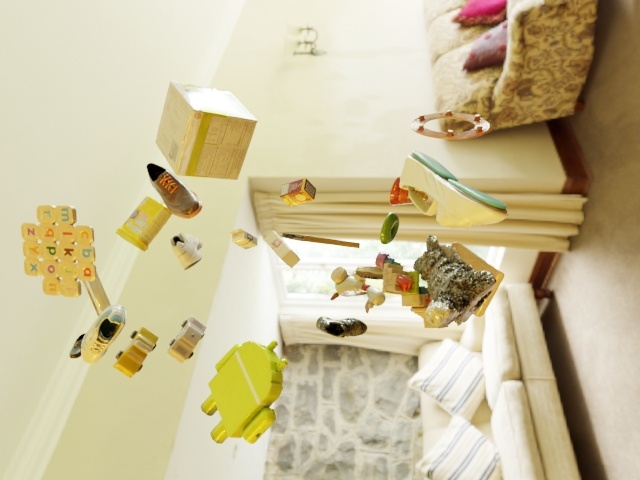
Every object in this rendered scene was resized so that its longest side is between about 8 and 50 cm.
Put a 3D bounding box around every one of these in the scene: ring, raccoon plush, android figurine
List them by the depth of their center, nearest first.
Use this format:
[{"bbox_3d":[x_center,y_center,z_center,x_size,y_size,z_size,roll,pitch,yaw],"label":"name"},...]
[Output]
[{"bbox_3d":[-0.185,0.363,1.250,0.056,0.273,0.248,30,-165,-45],"label":"android figurine"},{"bbox_3d":[0.398,0.113,1.708,0.216,0.299,0.446,-54,-28,14],"label":"raccoon plush"},{"bbox_3d":[0.560,-0.508,2.195,0.336,0.337,0.032,-80,-12,-58],"label":"ring"}]

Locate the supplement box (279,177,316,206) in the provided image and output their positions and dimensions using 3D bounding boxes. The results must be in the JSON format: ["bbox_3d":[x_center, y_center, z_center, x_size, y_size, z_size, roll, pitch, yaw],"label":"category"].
[{"bbox_3d":[-0.062,-0.132,1.389,0.055,0.083,0.043,42,-134,-42],"label":"supplement box"}]

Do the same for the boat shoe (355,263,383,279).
[{"bbox_3d":[0.232,0.120,2.061,0.068,0.190,0.072,136,142,-65],"label":"boat shoe"}]

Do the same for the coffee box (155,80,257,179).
[{"bbox_3d":[-0.559,-0.529,2.460,0.337,0.334,0.338,50,128,39],"label":"coffee box"}]

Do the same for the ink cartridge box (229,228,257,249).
[{"bbox_3d":[-0.235,-0.004,1.541,0.083,0.048,0.028,35,-136,-51],"label":"ink cartridge box"}]

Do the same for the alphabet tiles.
[{"bbox_3d":[-0.805,0.032,1.562,0.021,0.278,0.284,-20,-69,-70],"label":"alphabet tiles"}]

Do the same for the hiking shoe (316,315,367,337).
[{"bbox_3d":[0.099,0.375,2.115,0.114,0.227,0.086,-141,59,-68],"label":"hiking shoe"}]

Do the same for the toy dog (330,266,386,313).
[{"bbox_3d":[0.147,0.247,2.344,0.161,0.220,0.334,-54,13,-7],"label":"toy dog"}]

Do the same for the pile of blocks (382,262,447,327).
[{"bbox_3d":[0.375,0.198,1.845,0.362,0.113,0.149,41,-120,-28],"label":"pile of blocks"}]

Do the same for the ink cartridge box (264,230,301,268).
[{"bbox_3d":[-0.137,0.033,1.832,0.122,0.052,0.088,47,180,37],"label":"ink cartridge box"}]

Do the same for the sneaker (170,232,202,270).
[{"bbox_3d":[-0.571,0.015,2.135,0.129,0.111,0.297,57,173,-24],"label":"sneaker"}]

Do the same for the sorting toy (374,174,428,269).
[{"bbox_3d":[0.307,-0.053,1.881,0.127,0.126,0.365,-12,-62,-61],"label":"sorting toy"}]

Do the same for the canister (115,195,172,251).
[{"bbox_3d":[-0.618,-0.061,1.786,0.170,0.126,0.073,-56,-19,-15],"label":"canister"}]

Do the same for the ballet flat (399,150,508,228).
[{"bbox_3d":[0.322,-0.107,1.293,0.400,0.139,0.139,-127,29,-55],"label":"ballet flat"}]

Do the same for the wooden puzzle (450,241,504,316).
[{"bbox_3d":[0.587,0.151,2.006,0.044,0.239,0.221,-15,-47,-42],"label":"wooden puzzle"}]

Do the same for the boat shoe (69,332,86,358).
[{"bbox_3d":[-0.881,0.385,1.849,0.133,0.049,0.042,-101,18,-70],"label":"boat shoe"}]

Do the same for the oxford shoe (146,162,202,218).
[{"bbox_3d":[-0.471,-0.157,1.596,0.097,0.271,0.098,-46,-35,-13],"label":"oxford shoe"}]

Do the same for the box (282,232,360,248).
[{"bbox_3d":[0.000,0.000,1.616,0.164,0.201,0.021,7,90,62],"label":"box"}]

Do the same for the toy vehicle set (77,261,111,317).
[{"bbox_3d":[-0.741,0.183,1.684,0.267,0.035,0.166,62,150,10],"label":"toy vehicle set"}]

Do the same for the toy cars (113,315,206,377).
[{"bbox_3d":[-0.589,0.390,1.928,0.394,0.087,0.176,-7,-108,-44],"label":"toy cars"}]

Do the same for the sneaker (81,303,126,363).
[{"bbox_3d":[-0.665,0.294,1.534,0.237,0.085,0.086,-53,22,21],"label":"sneaker"}]
